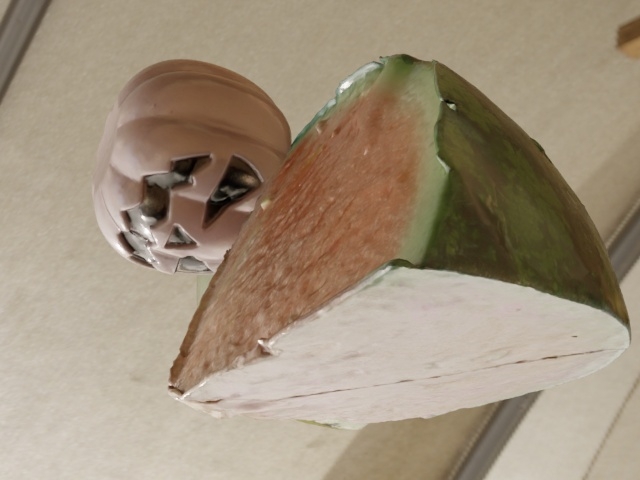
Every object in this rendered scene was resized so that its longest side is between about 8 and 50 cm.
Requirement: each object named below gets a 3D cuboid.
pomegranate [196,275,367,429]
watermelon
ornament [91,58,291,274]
[{"bbox_3d":[0.000,0.000,1.059,0.216,0.310,0.358,17,-71,-3],"label":"pomegranate"},{"bbox_3d":[0.046,-0.012,0.660,0.319,0.292,0.222,8,-118,-41],"label":"watermelon"},{"bbox_3d":[-0.099,-0.057,0.887,0.178,0.177,0.177,10,-108,-34],"label":"ornament"}]
